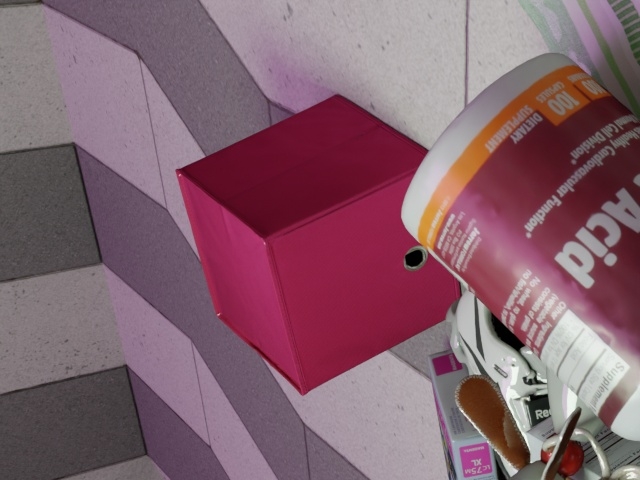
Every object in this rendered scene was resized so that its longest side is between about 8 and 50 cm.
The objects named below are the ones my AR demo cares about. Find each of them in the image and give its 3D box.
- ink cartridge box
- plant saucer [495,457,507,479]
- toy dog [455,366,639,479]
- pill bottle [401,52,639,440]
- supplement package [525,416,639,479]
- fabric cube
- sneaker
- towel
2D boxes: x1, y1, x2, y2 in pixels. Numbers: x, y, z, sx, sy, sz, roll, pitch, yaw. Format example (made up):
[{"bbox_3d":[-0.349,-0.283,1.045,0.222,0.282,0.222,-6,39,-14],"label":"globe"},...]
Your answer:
[{"bbox_3d":[0.208,0.326,2.054,0.186,0.065,0.311,-102,-3,-56],"label":"ink cartridge box"},{"bbox_3d":[0.283,0.337,1.914,0.278,0.041,0.278,157,90,-86],"label":"plant saucer"},{"bbox_3d":[0.241,0.146,1.506,0.161,0.334,0.220,32,154,-33],"label":"toy dog"},{"bbox_3d":[0.281,0.035,1.339,0.392,0.224,0.224,45,155,18],"label":"pill bottle"},{"bbox_3d":[0.355,0.284,1.608,0.203,0.149,0.194,28,141,57],"label":"supplement package"},{"bbox_3d":[0.000,0.000,1.976,0.259,0.258,0.254,38,147,50],"label":"fabric cube"},{"bbox_3d":[0.258,0.183,1.759,0.331,0.122,0.146,61,157,17],"label":"sneaker"},{"bbox_3d":[0.300,-0.181,1.342,0.248,0.038,0.325,62,160,1],"label":"towel"}]
